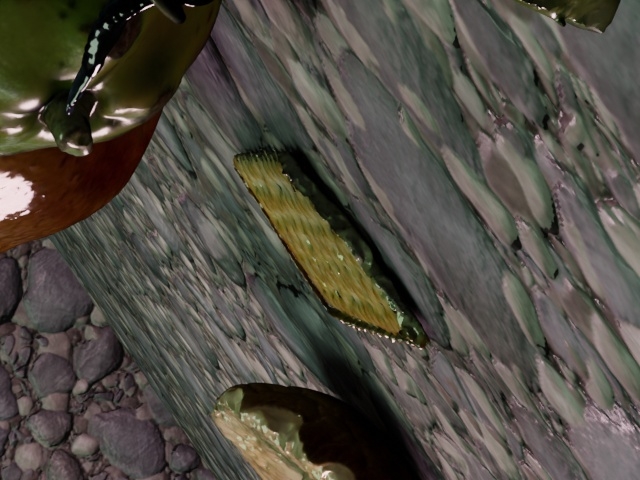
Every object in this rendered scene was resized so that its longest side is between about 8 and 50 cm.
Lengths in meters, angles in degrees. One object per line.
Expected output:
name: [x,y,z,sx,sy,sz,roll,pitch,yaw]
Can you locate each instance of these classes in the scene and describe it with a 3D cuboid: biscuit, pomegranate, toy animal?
biscuit: [-0.001,0.001,1.169,0.144,0.016,0.203,57,170,-8]
pomegranate: [-0.142,-0.172,0.926,0.204,0.276,0.222,14,153,7]
toy animal: [-0.042,-0.124,0.768,0.062,0.108,0.220,55,138,11]

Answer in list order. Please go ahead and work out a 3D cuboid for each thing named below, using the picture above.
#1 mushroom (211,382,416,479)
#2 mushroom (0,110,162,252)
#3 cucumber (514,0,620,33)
mushroom: [-0.052,0.222,1.392,0.233,0.302,0.208,29,120,40]
mushroom: [-0.201,-0.121,1.129,0.195,0.263,0.283,1,149,33]
cucumber: [0.018,-0.141,0.587,0.211,0.062,0.078,41,-164,35]
